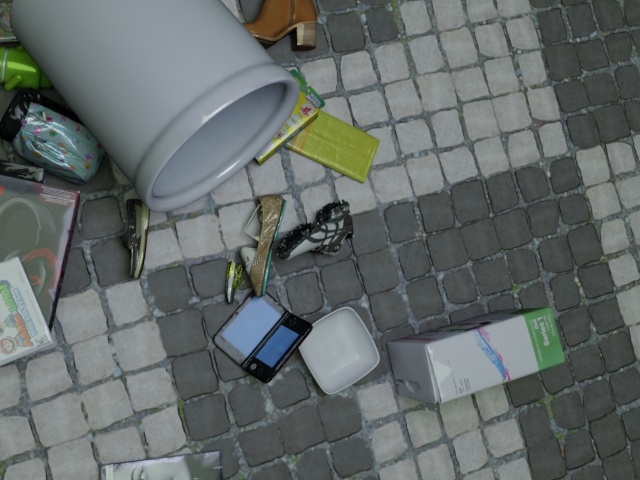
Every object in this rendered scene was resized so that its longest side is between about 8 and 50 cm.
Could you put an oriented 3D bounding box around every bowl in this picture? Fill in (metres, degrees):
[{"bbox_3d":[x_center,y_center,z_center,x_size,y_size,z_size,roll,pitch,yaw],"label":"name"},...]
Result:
[{"bbox_3d":[0.030,0.214,1.535,0.142,0.053,0.142,-30,94,-17],"label":"bowl"}]

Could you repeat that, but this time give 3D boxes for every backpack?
[{"bbox_3d":[-0.470,-0.180,1.381,0.182,0.152,0.115,29,82,-25],"label":"backpack"}]

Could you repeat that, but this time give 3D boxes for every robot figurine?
[{"bbox_3d":[-0.539,-0.308,1.400,0.115,0.067,0.101,8,54,-17],"label":"robot figurine"}]

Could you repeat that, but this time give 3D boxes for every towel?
[{"bbox_3d":[0.001,-0.208,1.589,0.237,0.021,0.102,24,81,-14],"label":"towel"}]

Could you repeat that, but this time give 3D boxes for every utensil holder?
[{"bbox_3d":[-0.281,-0.293,1.317,0.327,0.327,0.385,-39,82,-17],"label":"utensil holder"}]

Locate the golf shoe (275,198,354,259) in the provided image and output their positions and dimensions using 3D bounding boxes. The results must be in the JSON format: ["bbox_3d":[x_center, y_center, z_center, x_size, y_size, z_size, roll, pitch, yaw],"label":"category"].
[{"bbox_3d":[0.000,0.000,1.519,0.198,0.077,0.094,-36,110,-34],"label":"golf shoe"}]

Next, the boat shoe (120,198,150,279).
[{"bbox_3d":[-0.345,-0.004,1.442,0.049,0.056,0.152,6,73,-12],"label":"boat shoe"}]

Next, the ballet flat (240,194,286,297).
[{"bbox_3d":[-0.118,0.007,1.507,0.067,0.073,0.206,13,72,-4],"label":"ballet flat"}]

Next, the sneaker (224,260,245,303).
[{"bbox_3d":[-0.162,0.081,1.498,0.035,0.031,0.083,8,82,-17],"label":"sneaker"}]

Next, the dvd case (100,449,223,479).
[{"bbox_3d":[-0.285,0.479,1.425,0.221,0.018,0.165,-2,85,-18],"label":"dvd case"}]

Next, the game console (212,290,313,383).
[{"bbox_3d":[-0.109,0.177,1.481,0.144,0.124,0.085,-50,126,-15],"label":"game console"}]

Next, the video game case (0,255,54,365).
[{"bbox_3d":[-0.531,0.124,1.268,0.143,0.019,0.157,-22,93,-17],"label":"video game case"}]

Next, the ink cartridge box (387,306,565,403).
[{"bbox_3d":[0.298,0.222,1.540,0.278,0.201,0.117,-14,88,-18],"label":"ink cartridge box"}]

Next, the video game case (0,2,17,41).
[{"bbox_3d":[-0.536,-0.400,1.424,0.122,0.011,0.087,-9,62,-19],"label":"video game case"}]

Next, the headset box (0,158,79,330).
[{"bbox_3d":[-0.546,0.010,1.342,0.218,0.110,0.293,13,81,-16],"label":"headset box"}]

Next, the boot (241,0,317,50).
[{"bbox_3d":[-0.100,-0.460,1.557,0.197,0.073,0.152,-4,86,-30],"label":"boot"}]

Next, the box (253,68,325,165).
[{"bbox_3d":[-0.086,-0.243,1.528,0.179,0.043,0.105,-41,84,-6],"label":"box"}]
